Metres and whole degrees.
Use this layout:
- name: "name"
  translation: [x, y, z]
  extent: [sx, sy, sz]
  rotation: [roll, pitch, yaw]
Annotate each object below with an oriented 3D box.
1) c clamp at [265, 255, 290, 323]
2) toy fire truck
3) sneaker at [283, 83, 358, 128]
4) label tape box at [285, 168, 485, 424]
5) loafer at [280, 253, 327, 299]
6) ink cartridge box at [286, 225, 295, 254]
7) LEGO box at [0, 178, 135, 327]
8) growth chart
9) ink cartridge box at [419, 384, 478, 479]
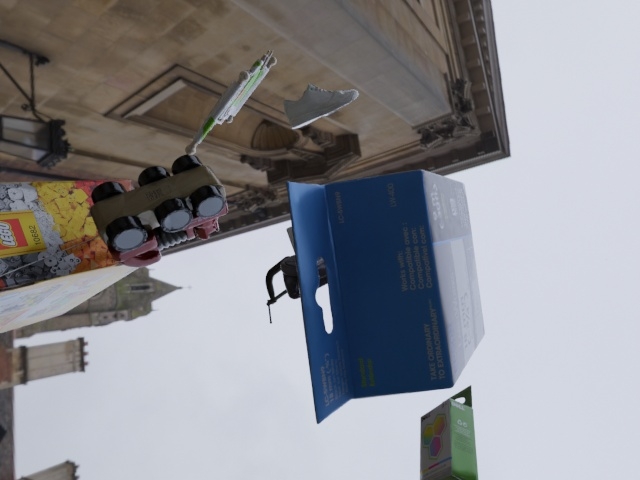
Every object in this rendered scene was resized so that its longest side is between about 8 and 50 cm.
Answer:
- name: "c clamp"
  translation: [-0.101, 0.122, 1.082]
  extent: [0.161, 0.022, 0.137]
  rotation: [-44, -127, 36]
- name: "toy fire truck"
  translation: [-0.296, -0.029, 0.800]
  extent: [0.158, 0.217, 0.246]
  rotation: [52, -24, 28]
- name: "sneaker"
  translation: [0.001, -0.384, 1.115]
  extent: [0.213, 0.080, 0.094]
  rotation: [-25, -81, -11]
- name: "label tape box"
  translation: [0.109, 0.045, 0.505]
  extent: [0.106, 0.334, 0.240]
  rotation: [-8, -91, 30]
- name: "loafer"
  translation: [0.022, 0.064, 1.065]
  extent: [0.109, 0.303, 0.095]
  rotation: [17, -65, 44]
- name: "ink cartridge box"
  translation: [0.000, 0.000, 1.282]
  extent: [0.180, 0.045, 0.145]
  rotation: [-19, -106, -7]
- name: "LEGO box"
  translation: [-0.671, 0.064, 0.892]
  extent: [0.501, 0.373, 0.192]
  rotation: [-25, -95, 31]
- name: "growth chart"
  translation: [-0.137, -0.237, 0.677]
  extent: [0.021, 0.237, 0.172]
  rotation: [39, -67, -15]
- name: "ink cartridge box"
  translation: [0.259, 0.399, 0.846]
  extent: [0.062, 0.209, 0.108]
  rotation: [26, -49, -6]
